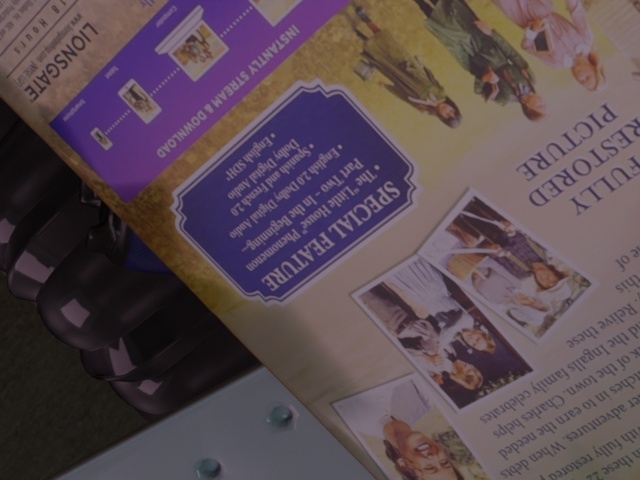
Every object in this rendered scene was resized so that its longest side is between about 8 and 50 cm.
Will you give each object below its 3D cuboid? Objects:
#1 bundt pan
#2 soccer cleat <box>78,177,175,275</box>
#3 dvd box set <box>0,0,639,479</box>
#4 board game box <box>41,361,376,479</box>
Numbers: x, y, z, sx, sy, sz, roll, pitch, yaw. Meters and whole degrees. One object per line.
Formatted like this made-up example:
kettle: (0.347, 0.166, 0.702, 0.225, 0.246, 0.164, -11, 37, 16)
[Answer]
bundt pan: (-0.154, 0.017, 1.283, 0.331, 0.124, 0.331, 47, 179, 1)
soccer cleat: (-0.049, -0.095, 0.893, 0.093, 0.121, 0.289, -104, 25, -42)
dvd box set: (0.087, -0.027, 0.593, 0.420, 0.062, 0.307, 45, 131, -7)
board game box: (0.109, 0.192, 0.777, 0.390, 0.390, 0.050, 57, -162, -11)
